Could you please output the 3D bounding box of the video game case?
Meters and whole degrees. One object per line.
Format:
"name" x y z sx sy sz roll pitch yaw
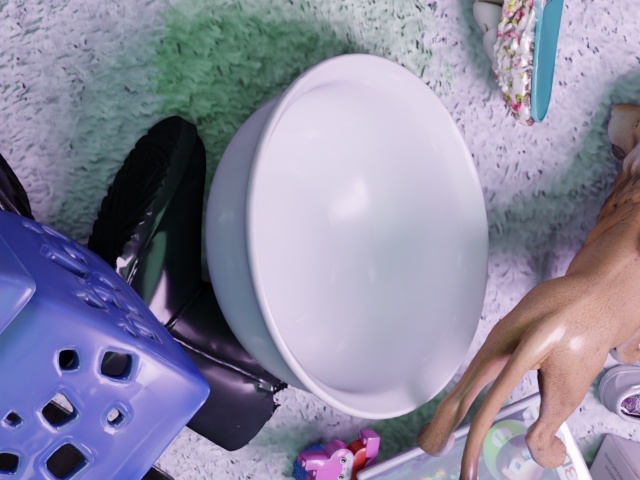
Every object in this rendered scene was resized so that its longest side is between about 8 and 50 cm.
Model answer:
"video game case" 0.151 0.245 1.599 0.190 0.022 0.173 -24 91 -2

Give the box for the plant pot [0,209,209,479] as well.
"plant pot" -0.263 0.098 1.357 0.236 0.236 0.212 -50 129 1

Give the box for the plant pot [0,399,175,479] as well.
"plant pot" -0.254 0.267 1.589 0.187 0.188 0.167 35 113 -16

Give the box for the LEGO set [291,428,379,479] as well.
"LEGO set" -0.020 0.268 1.655 0.093 0.087 0.227 0 109 -23

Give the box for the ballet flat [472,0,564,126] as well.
"ballet flat" 0.170 -0.219 1.536 0.077 0.091 0.241 12 104 21

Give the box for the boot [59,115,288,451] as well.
"boot" -0.100 0.041 1.575 0.207 0.094 0.246 26 83 -31

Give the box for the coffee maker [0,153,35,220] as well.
"coffee maker" -0.326 0.008 1.493 0.178 0.171 0.120 -32 141 6

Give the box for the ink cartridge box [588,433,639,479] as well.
"ink cartridge box" 0.315 0.354 1.709 0.207 0.117 0.283 20 104 -13

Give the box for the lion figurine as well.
"lion figurine" 0.229 0.047 1.509 0.142 0.392 0.240 31 134 7

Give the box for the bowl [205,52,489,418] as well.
"bowl" 0.000 0.000 1.516 0.134 0.298 0.298 -6 116 42

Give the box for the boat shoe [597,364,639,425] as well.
"boat shoe" 0.351 0.150 1.676 0.184 0.063 0.066 12 106 -10
